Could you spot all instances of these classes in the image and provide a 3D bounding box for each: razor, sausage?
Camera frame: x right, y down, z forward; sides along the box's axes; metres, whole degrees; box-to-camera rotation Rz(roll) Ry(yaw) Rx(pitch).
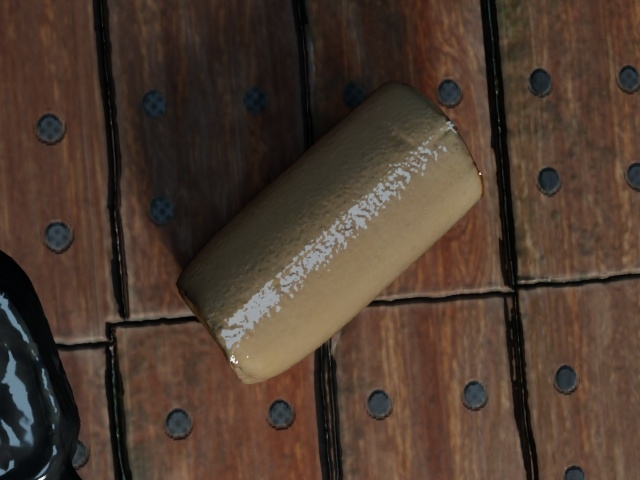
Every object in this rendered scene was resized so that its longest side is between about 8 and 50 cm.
[{"bbox_3d":[-0.227,0.091,1.224,0.107,0.327,0.189,-19,95,-12],"label":"razor"},{"bbox_3d":[0.000,0.000,1.410,0.253,0.123,0.123,-41,98,-16],"label":"sausage"}]
